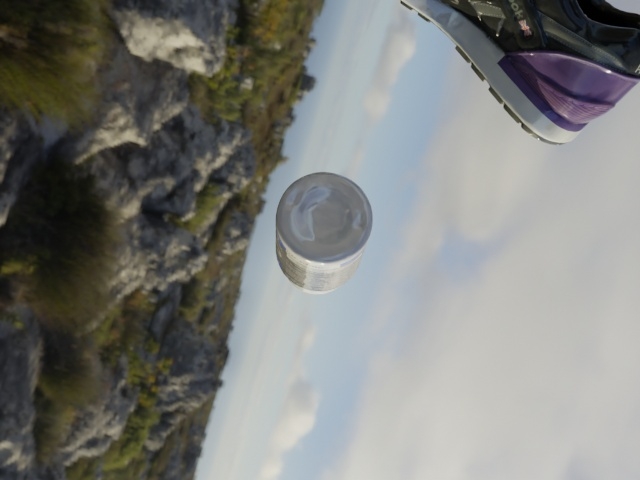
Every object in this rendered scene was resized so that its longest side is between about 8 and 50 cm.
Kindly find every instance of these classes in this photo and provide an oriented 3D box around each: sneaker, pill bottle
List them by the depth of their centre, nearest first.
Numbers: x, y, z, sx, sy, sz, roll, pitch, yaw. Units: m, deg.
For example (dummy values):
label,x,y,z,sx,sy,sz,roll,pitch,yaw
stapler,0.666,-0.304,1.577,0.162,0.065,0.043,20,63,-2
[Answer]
label,x,y,z,sx,sy,sz,roll,pitch,yaw
sneaker,0.140,-0.215,0.672,0.124,0.283,0.107,-44,-175,45
pill bottle,0.000,0.000,0.742,0.137,0.078,0.078,101,5,-73
